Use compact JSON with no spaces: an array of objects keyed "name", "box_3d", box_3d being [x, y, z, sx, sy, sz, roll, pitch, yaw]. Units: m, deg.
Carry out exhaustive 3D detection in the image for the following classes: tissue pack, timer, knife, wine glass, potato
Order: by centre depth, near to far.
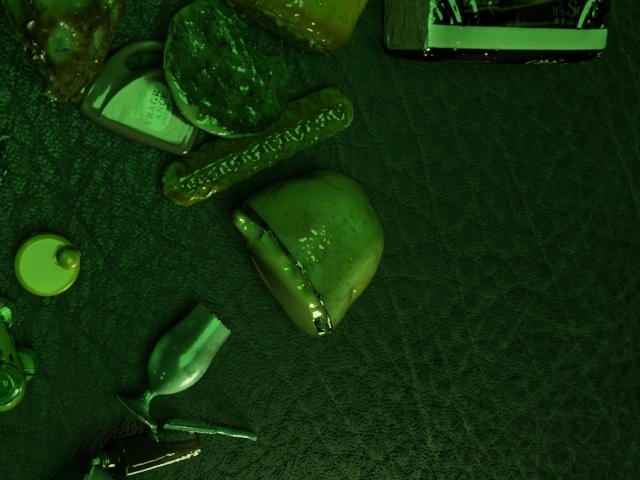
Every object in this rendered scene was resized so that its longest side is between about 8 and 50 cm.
[{"name":"timer","box_3d":[-0.441,0.039,1.642,0.107,0.109,0.107,-4,102,-20]},{"name":"potato","box_3d":[0.000,0.000,1.755,0.242,0.242,0.285,-36,96,-11]},{"name":"wine glass","box_3d":[-0.250,0.215,1.756,0.103,0.103,0.222,42,86,-23]},{"name":"tissue pack","box_3d":[0.314,-0.410,1.788,0.370,0.210,0.198,-2,98,-21]},{"name":"knife","box_3d":[-0.196,0.338,1.818,0.210,0.028,0.015,17,111,-39]}]

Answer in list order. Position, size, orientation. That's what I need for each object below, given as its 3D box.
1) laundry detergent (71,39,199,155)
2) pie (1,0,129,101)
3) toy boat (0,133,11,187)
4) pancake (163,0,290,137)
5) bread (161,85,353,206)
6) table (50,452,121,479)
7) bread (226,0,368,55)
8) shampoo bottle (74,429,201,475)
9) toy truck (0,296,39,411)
[{"name":"laundry detergent","box_3d":[-0.300,-0.253,1.658,0.237,0.076,0.171,23,87,-21]},{"name":"pie","box_3d":[-0.360,-0.387,1.499,0.103,0.288,0.354,17,76,12]},{"name":"toy boat","box_3d":[-0.526,-0.106,1.606,0.061,0.060,0.137,28,86,-2]},{"name":"pancake","box_3d":[-0.157,-0.282,1.674,0.253,0.037,0.253,10,74,-39]},{"name":"bread","box_3d":[-0.107,-0.164,1.747,0.367,0.077,0.084,-28,111,-13]},{"name":"table","box_3d":[-0.363,0.483,1.756,0.126,0.126,0.220,-47,113,-6]},{"name":"bread","box_3d":[-0.035,-0.420,1.629,0.340,0.179,0.194,26,94,-39]},{"name":"shampoo bottle","box_3d":[-0.311,0.365,1.736,0.236,0.068,0.067,-2,72,-45]},{"name":"toy truck","box_3d":[-0.569,0.181,1.615,0.211,0.148,0.187,-3,101,1]}]
